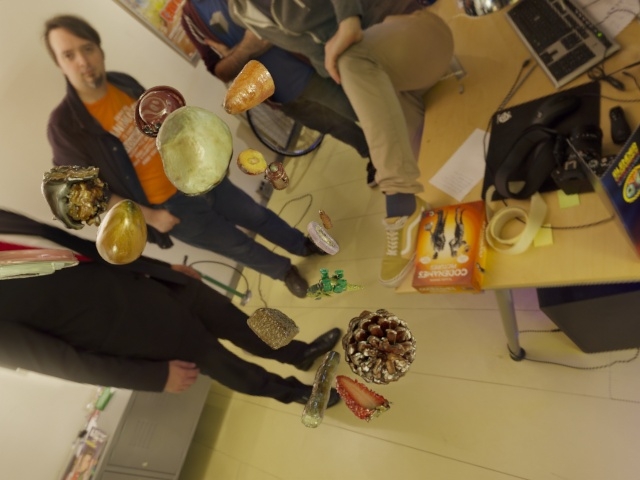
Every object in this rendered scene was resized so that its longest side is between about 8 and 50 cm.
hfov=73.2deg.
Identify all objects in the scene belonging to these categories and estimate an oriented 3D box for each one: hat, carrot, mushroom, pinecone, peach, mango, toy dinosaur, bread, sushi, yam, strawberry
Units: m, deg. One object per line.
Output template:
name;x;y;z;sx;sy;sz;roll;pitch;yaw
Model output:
hat;-0.581;-0.468;1.544;0.205;0.206;0.089;-62;-8;-9
carrot;0.020;-0.079;1.639;0.036;0.165;0.035;-4;69;10
mushroom;-0.375;-0.280;1.269;0.190;0.164;0.266;9;71;32
pinecone;0.173;0.304;1.232;0.222;0.222;0.221;-29;44;32
peach;-0.224;-0.242;1.385;0.061;0.098;0.098;131;154;-59
mango;-0.929;-0.036;2.031;0.378;0.221;0.263;-51;36;45
toy dinosaur;0.073;0.191;1.845;0.153;0.260;0.094;99;163;-50
carrot;-0.320;-0.614;1.788;0.225;0.159;0.159;-46;33;-17
bread;-0.186;0.360;1.793;0.113;0.165;0.416;-50;-8;-6
sushi;-0.902;-0.164;1.601;0.200;0.203;0.213;-6;32;-8
yam;0.005;0.410;1.216;0.061;0.061;0.252;-33;14;28
strawberry;0.147;0.590;1.600;0.208;0.167;0.086;34;111;42

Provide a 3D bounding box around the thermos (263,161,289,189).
thermos;-0.202;-0.307;2.028;0.098;0.124;0.232;-53;-5;-5

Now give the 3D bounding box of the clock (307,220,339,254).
clock;0.000;0.000;2.115;0.064;0.198;0.172;-43;1;19

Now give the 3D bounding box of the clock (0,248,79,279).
clock;-0.735;0.062;1.065;0.245;0.245;0.056;-10;84;44
